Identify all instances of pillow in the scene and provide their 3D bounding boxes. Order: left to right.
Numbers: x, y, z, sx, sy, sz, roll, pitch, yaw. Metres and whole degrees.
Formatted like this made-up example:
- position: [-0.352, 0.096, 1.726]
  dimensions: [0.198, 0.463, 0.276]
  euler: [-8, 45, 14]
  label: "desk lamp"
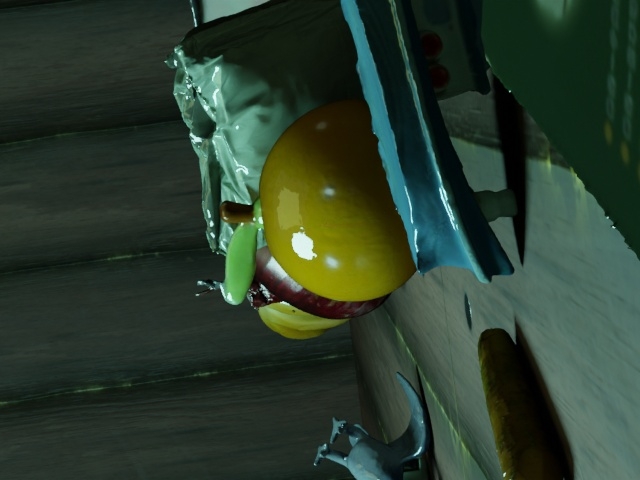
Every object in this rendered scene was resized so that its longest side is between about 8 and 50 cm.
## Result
- position: [-0.029, -0.145, 1.505]
  dimensions: [0.138, 0.310, 0.283]
  euler: [17, 128, 48]
  label: "pillow"

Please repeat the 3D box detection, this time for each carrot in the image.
- position: [0.138, 0.122, 0.919]
  dimensions: [0.170, 0.042, 0.042]
  euler: [-96, 0, -58]
  label: "carrot"

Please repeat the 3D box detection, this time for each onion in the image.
- position: [-0.030, 0.018, 1.811]
  dimensions: [0.273, 0.285, 0.273]
  euler: [39, -166, -12]
  label: "onion"

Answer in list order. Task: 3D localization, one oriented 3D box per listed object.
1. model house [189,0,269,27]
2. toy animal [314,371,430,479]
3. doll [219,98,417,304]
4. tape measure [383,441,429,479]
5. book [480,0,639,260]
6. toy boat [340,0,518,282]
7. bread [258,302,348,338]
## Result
- position: [-0.051, -0.366, 1.694]
  dimensions: [0.237, 0.237, 0.202]
  euler: [-93, -9, -55]
  label: "model house"
- position: [0.078, 0.308, 1.724]
  dimensions: [0.239, 0.176, 0.255]
  euler: [-59, 0, 9]
  label: "toy animal"
- position: [-0.001, -0.033, 1.363]
  dimensions: [0.213, 0.236, 0.213]
  euler: [170, 90, -87]
  label: "doll"
- position: [0.121, 0.462, 1.893]
  dimensions: [0.351, 0.098, 0.215]
  euler: [81, 180, -56]
  label: "tape measure"
- position: [0.121, -0.126, 0.485]
  dimensions: [0.371, 0.043, 0.260]
  euler: [-104, 9, -60]
  label: "book"
- position: [0.088, -0.083, 0.907]
  dimensions: [0.109, 0.098, 0.237]
  euler: [-116, 12, -81]
  label: "toy boat"
- position: [0.000, 0.000, 2.064]
  dimensions: [0.270, 0.212, 0.315]
  euler: [77, -164, -61]
  label: "bread"
